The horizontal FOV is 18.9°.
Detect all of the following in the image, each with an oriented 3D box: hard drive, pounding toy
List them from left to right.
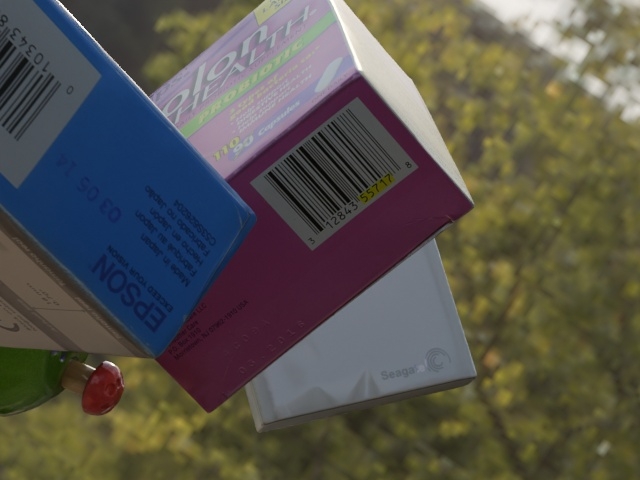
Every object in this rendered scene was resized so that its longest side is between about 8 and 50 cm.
[{"bbox_3d":[-0.212,0.069,1.755,0.110,0.237,0.183,22,-29,14],"label":"pounding toy"},{"bbox_3d":[0.000,0.000,1.709,0.040,0.203,0.307,128,-52,-64],"label":"hard drive"}]

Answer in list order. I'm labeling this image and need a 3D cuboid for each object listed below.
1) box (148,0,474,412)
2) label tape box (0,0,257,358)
[{"bbox_3d":[-0.037,-0.042,1.257,0.117,0.213,0.243,48,11,-22],"label":"box"},{"bbox_3d":[-0.230,-0.051,1.051,0.334,0.106,0.240,0,-40,50],"label":"label tape box"}]
